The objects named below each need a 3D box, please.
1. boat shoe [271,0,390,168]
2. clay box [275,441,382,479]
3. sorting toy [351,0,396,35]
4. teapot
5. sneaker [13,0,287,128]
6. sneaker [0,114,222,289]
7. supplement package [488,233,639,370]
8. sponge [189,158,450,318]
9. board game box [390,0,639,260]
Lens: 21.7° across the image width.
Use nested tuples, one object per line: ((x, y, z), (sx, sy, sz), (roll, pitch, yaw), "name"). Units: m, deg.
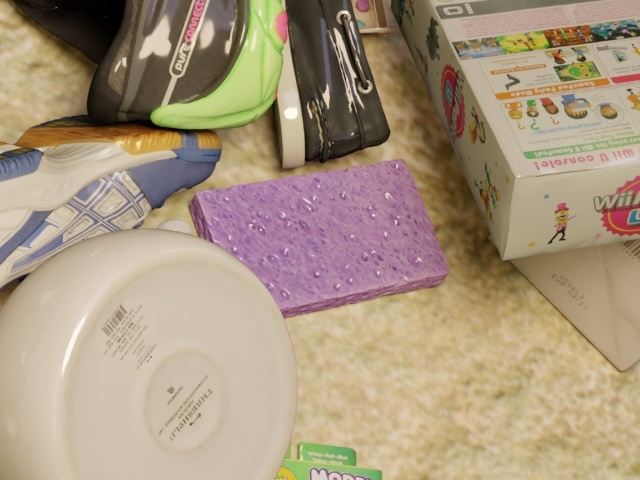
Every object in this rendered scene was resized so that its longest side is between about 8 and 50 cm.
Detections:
((0.005, -0.228, 1.464), (0.113, 0.127, 0.340), (-4, 67, -4), "boat shoe")
((-0.016, 0.249, 1.266), (0.127, 0.053, 0.222), (9, 62, -21), "clay box")
((0.023, -0.221, 1.539), (0.075, 0.045, 0.083), (-4, 72, -15), "sorting toy")
((-0.156, 0.112, 1.201), (0.256, 0.187, 0.252), (-1, 92, -44), "teapot")
((-0.190, -0.294, 1.375), (0.202, 0.185, 0.482), (-14, 59, -23), "sneaker")
((-0.198, -0.022, 1.306), (0.296, 0.112, 0.131), (-16, 111, -44), "sneaker")
((0.328, -0.059, 1.512), (0.177, 0.175, 0.293), (45, 55, 3), "supplement package")
((0.000, 0.000, 1.417), (0.210, 0.031, 0.117), (-11, 69, -28), "sponge")
((0.206, -0.137, 1.359), (0.224, 0.097, 0.303), (-8, 47, -12), "board game box")
